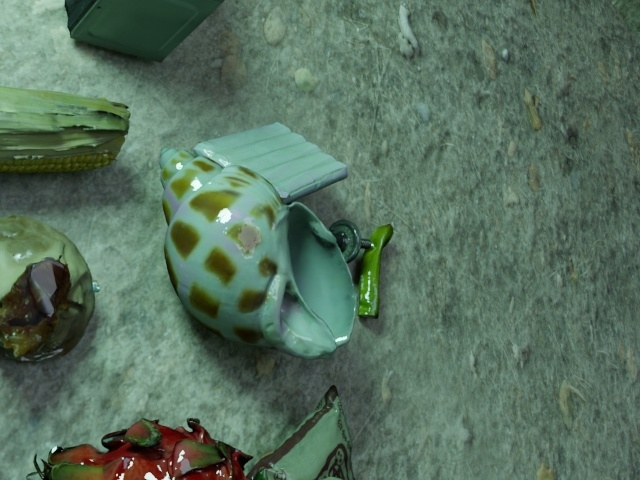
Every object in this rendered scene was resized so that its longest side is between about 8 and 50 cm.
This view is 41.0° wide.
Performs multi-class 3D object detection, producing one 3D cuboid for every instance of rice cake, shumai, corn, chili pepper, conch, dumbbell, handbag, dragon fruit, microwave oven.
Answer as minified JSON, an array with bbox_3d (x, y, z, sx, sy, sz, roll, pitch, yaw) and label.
[{"bbox_3d":[-0.077,-0.127,1.404,0.189,0.037,0.198,34,36,17],"label":"rice cake"},{"bbox_3d":[-0.357,0.054,1.054,0.201,0.120,0.201,17,63,-35],"label":"shumai"},{"bbox_3d":[-0.396,-0.151,1.110,0.305,0.123,0.122,-3,71,-45],"label":"corn"},{"bbox_3d":[0.095,0.049,1.532,0.050,0.052,0.202,13,58,0],"label":"chili pepper"},{"bbox_3d":[-0.107,0.013,1.245,0.249,0.197,0.368,-24,96,-40],"label":"conch"},{"bbox_3d":[0.000,0.000,1.435,0.254,0.110,0.110,6,67,-49],"label":"dumbbell"},{"bbox_3d":[-0.023,0.353,1.225,0.235,0.127,0.213,-32,122,-45],"label":"handbag"},{"bbox_3d":[-0.209,0.313,1.031,0.293,0.234,0.234,18,51,7],"label":"dragon fruit"},{"bbox_3d":[-0.277,-0.460,1.285,0.181,0.237,0.295,8,66,-39],"label":"microwave oven"}]
